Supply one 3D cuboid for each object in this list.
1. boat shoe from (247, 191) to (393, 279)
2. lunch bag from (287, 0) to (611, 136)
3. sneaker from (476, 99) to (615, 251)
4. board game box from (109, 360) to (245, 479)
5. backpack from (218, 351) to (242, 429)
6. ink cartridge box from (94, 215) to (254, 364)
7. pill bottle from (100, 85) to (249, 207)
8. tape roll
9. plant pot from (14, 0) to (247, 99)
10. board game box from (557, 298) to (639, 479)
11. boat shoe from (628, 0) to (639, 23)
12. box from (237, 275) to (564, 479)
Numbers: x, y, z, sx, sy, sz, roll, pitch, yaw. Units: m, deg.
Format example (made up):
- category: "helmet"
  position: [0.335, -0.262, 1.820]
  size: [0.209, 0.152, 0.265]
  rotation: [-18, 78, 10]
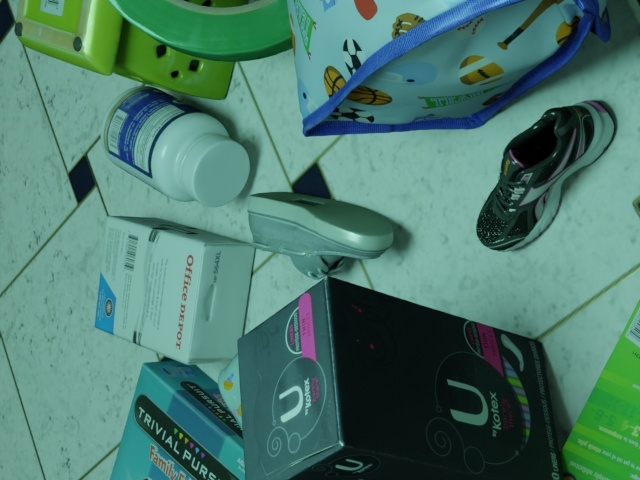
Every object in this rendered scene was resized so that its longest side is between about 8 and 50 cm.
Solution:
- category: "boat shoe"
  position: [-0.001, 0.000, 1.511]
  size: [0.227, 0.079, 0.081]
  rotation: [17, 111, 50]
- category: "lunch bag"
  position: [0.113, -0.295, 1.217]
  size: [0.385, 0.238, 0.328]
  rotation: [138, 124, -70]
- category: "sneaker"
  position: [0.194, -0.066, 1.297]
  size: [0.072, 0.077, 0.178]
  rotation: [54, 126, 34]
- category: "board game box"
  position: [-0.163, 0.353, 1.665]
  size: [0.253, 0.079, 0.336]
  rotation: [33, 113, 42]
- category: "backpack"
  position: [-0.008, 0.166, 1.442]
  size: [0.188, 0.166, 0.144]
  rotation: [48, 121, 32]
- category: "ink cartridge box"
  position: [-0.183, 0.058, 1.686]
  size: [0.203, 0.086, 0.148]
  rotation: [15, 100, 45]
- category: "pill bottle"
  position: [-0.174, -0.110, 1.662]
  size: [0.186, 0.112, 0.112]
  rotation: [30, 111, 42]
- category: "tape roll"
  position: [-0.101, -0.357, 1.477]
  size: [0.321, 0.077, 0.321]
  rotation: [0, 90, 5]
- category: "plant pot"
  position: [-0.237, -0.307, 1.665]
  size: [0.227, 0.207, 0.228]
  rotation: [23, 107, 44]
- category: "board game box"
  position: [0.288, 0.179, 1.224]
  size: [0.124, 0.039, 0.259]
  rotation: [41, 115, 40]
- category: "boat shoe"
  position: [0.309, -0.224, 1.173]
  size: [0.079, 0.084, 0.233]
  rotation: [-45, 56, 41]
- category: "box"
  position: [0.074, 0.161, 1.259]
  size: [0.143, 0.270, 0.165]
  rotation: [-36, 49, 41]
